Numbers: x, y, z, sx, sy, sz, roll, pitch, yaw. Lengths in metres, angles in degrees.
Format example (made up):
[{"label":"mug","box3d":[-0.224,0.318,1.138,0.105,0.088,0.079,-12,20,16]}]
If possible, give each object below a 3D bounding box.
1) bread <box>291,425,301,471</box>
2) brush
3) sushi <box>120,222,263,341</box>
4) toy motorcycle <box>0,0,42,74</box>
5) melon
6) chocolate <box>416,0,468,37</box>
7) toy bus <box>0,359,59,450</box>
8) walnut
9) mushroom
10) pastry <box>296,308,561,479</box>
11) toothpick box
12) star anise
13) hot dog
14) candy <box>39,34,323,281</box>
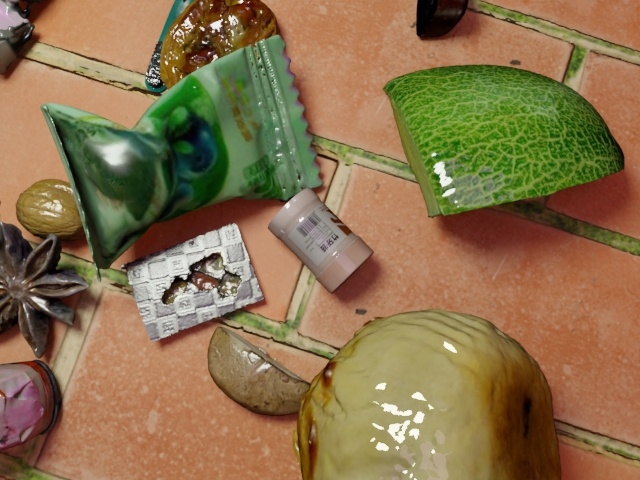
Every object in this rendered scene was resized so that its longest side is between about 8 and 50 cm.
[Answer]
[{"label":"bread","box3d":[0.000,0.332,0.947,0.083,0.044,0.110,-22,82,-1]},{"label":"brush","box3d":[-0.262,-0.351,1.041,0.043,0.032,0.193,17,83,1]},{"label":"sushi","box3d":[-0.209,0.070,0.985,0.201,0.031,0.139,-20,82,-7]},{"label":"toy motorcycle","box3d":[-0.560,-0.376,0.958,0.143,0.188,0.327,41,83,11]},{"label":"melon","box3d":[0.305,-0.159,0.963,0.343,0.226,0.331,-16,41,-2]},{"label":"chocolate","box3d":[0.210,-0.406,1.016,0.080,0.148,0.125,2,120,-2]},{"label":"toy bus","box3d":[-0.564,0.263,0.897,0.303,0.147,0.127,-8,88,-1]},{"label":"walnut","box3d":[-0.423,-0.046,0.963,0.124,0.105,0.105,20,82,8]},{"label":"mushroom","box3d":[-0.097,0.220,0.947,0.210,0.072,0.094,35,92,3]},{"label":"pastry","box3d":[0.135,0.281,0.813,0.388,0.313,0.388,15,69,-43]},{"label":"toothpick box","box3d":[0.000,0.000,0.965,0.098,0.098,0.149,-44,85,-6]},{"label":"star anise","box3d":[-0.467,0.055,0.935,0.230,0.081,0.262,-3,106,14]},{"label":"hot dog","box3d":[-0.166,-0.325,1.009,0.160,0.099,0.227,32,80,-1]},{"label":"candy","box3d":[-0.192,-0.135,0.914,0.398,0.172,0.263,-22,116,-17]}]
